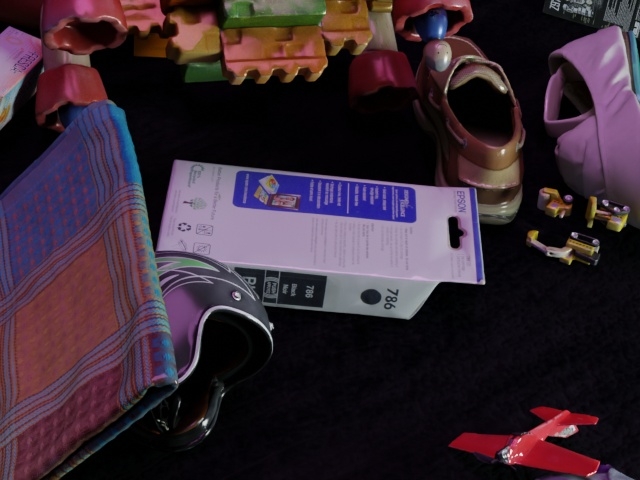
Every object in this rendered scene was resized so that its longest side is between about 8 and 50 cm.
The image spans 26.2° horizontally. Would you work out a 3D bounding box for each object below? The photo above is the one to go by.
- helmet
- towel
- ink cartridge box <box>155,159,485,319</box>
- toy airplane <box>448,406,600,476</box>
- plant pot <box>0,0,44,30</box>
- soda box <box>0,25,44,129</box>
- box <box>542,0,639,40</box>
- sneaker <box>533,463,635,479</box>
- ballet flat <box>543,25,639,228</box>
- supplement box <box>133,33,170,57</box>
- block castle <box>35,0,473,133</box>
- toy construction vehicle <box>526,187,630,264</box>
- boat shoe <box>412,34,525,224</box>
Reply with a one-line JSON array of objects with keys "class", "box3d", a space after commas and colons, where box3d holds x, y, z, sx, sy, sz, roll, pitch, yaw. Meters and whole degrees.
[{"class": "helmet", "box3d": [-0.134, 0.088, 1.229, 0.169, 0.169, 0.162, 22, 58, 17]}, {"class": "towel", "box3d": [-0.250, 0.061, 1.204, 0.040, 0.271, 0.370, 38, 22, -37]}, {"class": "ink cartridge box", "box3d": [0.000, 0.000, 1.436, 0.332, 0.065, 0.165, 5, 39, -1]}, {"class": "toy airplane", "box3d": [0.197, 0.179, 1.243, 0.151, 0.028, 0.151, -2, 10, 0]}, {"class": "plant pot", "box3d": [-0.378, -0.381, 1.703, 0.265, 0.272, 0.272, 19, 40, 2]}, {"class": "soda box", "box3d": [-0.365, -0.183, 1.566, 0.063, 0.058, 0.183, 22, 27, -2]}, {"class": "box", "box3d": [0.398, -0.384, 1.875, 0.147, 0.180, 0.077, 18, 42, 14]}, {"class": "sneaker", "box3d": [0.182, 0.246, 1.174, 0.223, 0.083, 0.098, -8, 18, -21]}, {"class": "ballet flat", "box3d": [0.331, -0.124, 1.610, 0.139, 0.139, 0.400, 7, 35, -1]}, {"class": "supplement box", "box3d": [-0.206, -0.275, 1.757, 0.062, 0.036, 0.098, 1, 40, -6]}, {"class": "block castle", "box3d": [-0.083, -0.230, 1.509, 0.453, 0.303, 0.213, -4, 74, -15]}, {"class": "toy construction vehicle", "box3d": [0.274, -0.012, 1.477, 0.098, 0.086, 0.035, 20, 47, 13]}, {"class": "boat shoe", "box3d": [0.184, -0.156, 1.610, 0.122, 0.120, 0.324, 1, 40, -8]}]
